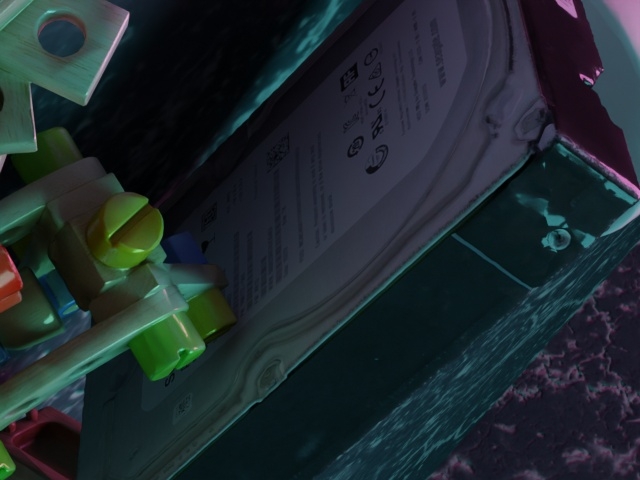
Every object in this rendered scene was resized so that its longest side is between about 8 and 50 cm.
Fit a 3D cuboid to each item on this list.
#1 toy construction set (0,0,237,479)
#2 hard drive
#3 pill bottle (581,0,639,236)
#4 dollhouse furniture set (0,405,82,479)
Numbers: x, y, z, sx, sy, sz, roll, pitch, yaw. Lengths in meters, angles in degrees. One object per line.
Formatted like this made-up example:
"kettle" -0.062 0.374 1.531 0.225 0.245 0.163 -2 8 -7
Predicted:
"toy construction set" -0.135 0.005 0.689 0.215 0.151 0.328 -29 157 -13
"hard drive" 0.000 0.000 0.892 0.339 0.064 0.237 -43 -152 28
"pill bottle" 0.239 -0.170 1.104 0.392 0.224 0.224 -35 162 -36
"dollhouse furniture set" -0.171 0.111 0.960 0.151 0.144 0.123 -25 123 -37
